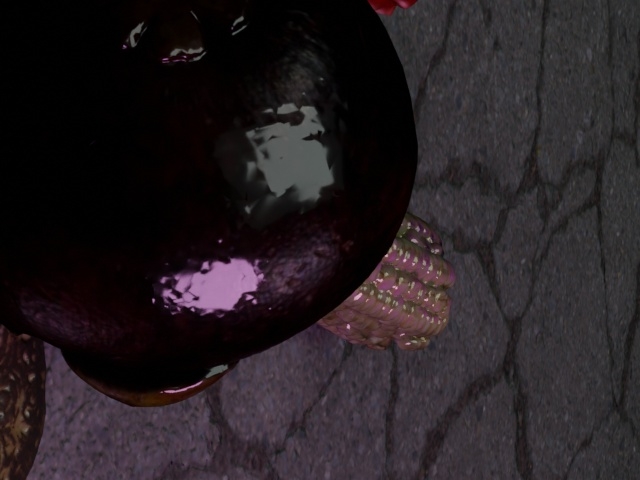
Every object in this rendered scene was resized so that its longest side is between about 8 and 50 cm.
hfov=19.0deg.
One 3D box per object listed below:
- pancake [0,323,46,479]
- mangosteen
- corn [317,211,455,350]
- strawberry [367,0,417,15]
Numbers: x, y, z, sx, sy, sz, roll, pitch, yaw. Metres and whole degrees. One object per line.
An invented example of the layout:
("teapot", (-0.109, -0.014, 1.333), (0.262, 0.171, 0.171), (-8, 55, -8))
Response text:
("pancake", (-0.237, 0.109, 1.225), (0.190, 0.020, 0.184), (11, 84, -61))
("mangosteen", (-0.097, -0.044, 1.214), (0.347, 0.307, 0.307), (100, 14, -53))
("corn", (-0.001, -0.002, 1.526), (0.335, 0.126, 0.126), (32, 65, -55))
("strawberry", (-0.028, -0.310, 1.324), (0.345, 0.295, 0.317), (-14, 142, -42))
